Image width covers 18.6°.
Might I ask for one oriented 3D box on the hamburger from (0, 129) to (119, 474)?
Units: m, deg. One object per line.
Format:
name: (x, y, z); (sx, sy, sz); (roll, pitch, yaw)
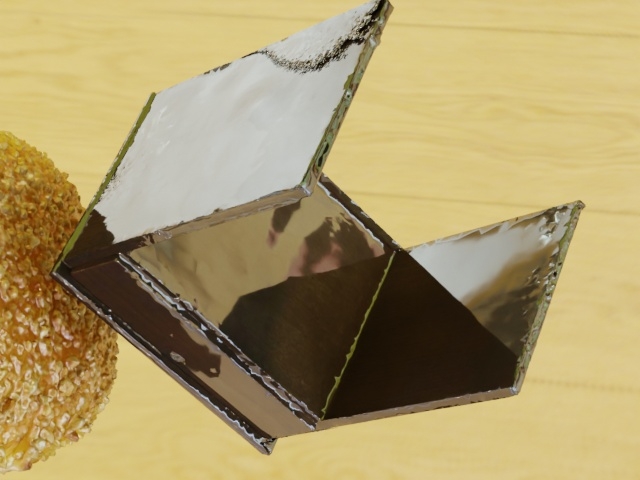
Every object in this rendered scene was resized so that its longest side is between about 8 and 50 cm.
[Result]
hamburger: (-0.283, 0.047, 1.547); (0.170, 0.302, 0.302); (-19, 88, 22)

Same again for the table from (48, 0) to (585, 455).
table: (0.000, 0.000, 1.480); (0.282, 0.196, 0.250); (-16, 129, 46)
